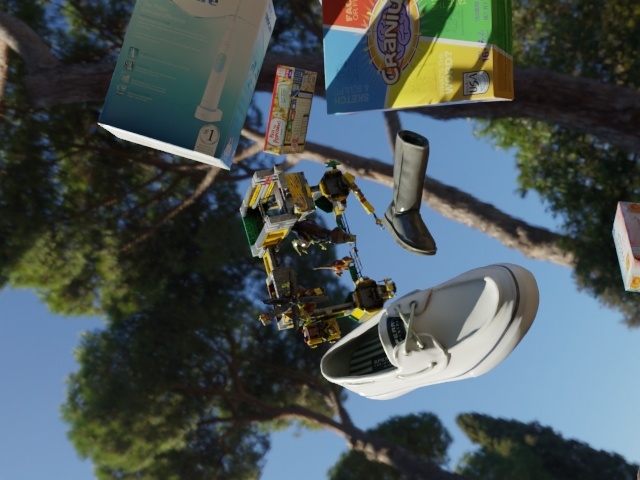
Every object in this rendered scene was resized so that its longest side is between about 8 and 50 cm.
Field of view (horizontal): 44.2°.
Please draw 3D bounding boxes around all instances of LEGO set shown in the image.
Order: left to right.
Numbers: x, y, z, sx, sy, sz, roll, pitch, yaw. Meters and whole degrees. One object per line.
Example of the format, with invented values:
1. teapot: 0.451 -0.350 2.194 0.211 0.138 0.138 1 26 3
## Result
1. LEGO set: 0.000 0.000 1.345 0.254 0.192 0.331 -3 -109 -16

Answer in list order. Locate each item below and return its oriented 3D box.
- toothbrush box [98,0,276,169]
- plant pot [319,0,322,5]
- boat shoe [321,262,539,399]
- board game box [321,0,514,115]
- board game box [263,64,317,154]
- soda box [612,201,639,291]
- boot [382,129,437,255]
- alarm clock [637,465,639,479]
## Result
1. toothbrush box: -0.222 -0.297 1.353 0.126 0.216 0.296 58 -132 -87
2. plant pot: 0.108 -0.491 1.488 0.247 0.247 0.252 50 -140 -67
3. boat shoe: 0.084 0.087 0.675 0.075 0.226 0.083 12 -128 -32
4. board game box: 0.143 -0.328 1.235 0.064 0.316 0.242 -9 -82 -49
5. board game box: -0.066 -0.294 1.791 0.147 0.045 0.194 -18 -60 -69
6. soda box: 0.498 0.008 1.224 0.183 0.058 0.063 -67 -20 -57
7. boot: 0.193 -0.096 1.586 0.076 0.189 0.209 -3 -58 -32
8. alarm clock: 0.485 0.326 1.078 0.192 0.064 0.129 -48 2 0
